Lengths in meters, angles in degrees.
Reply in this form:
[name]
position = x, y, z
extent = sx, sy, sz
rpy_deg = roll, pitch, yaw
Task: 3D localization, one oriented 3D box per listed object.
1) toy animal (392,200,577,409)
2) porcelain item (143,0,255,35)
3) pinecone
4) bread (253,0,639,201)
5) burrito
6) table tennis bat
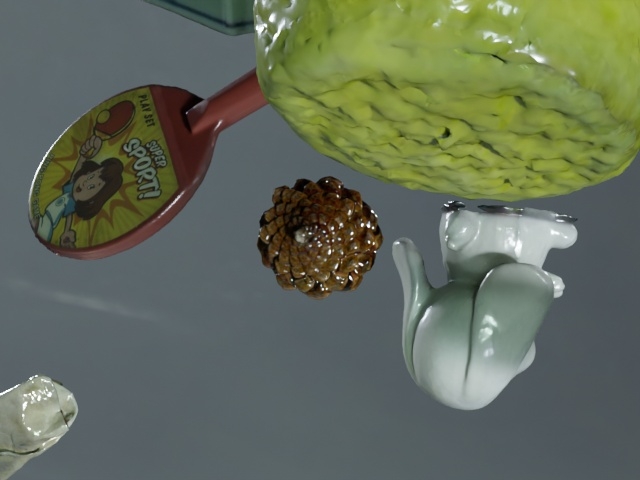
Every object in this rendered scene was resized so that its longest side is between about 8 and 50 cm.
[toy animal]
position = 0.214, 0.073, 1.842
extent = 0.174, 0.289, 0.249
rpy_deg = 10, -25, -42
[porcelain item]
position = -0.044, -0.323, 1.329
extent = 0.281, 0.157, 0.286
rpy_deg = -26, 38, -32
[pinecone]
position = 0.000, 0.000, 1.782
extent = 0.174, 0.173, 0.173
rpy_deg = 14, 13, -3
[bread]
position = 0.114, -0.201, 1.039
extent = 0.348, 0.307, 0.348
rpy_deg = 4, -16, 1
[burrito]
position = -0.310, 0.188, 1.255
extent = 0.087, 0.226, 0.060
rpy_deg = 47, 31, -17
[table tennis bat]
position = -0.234, -0.124, 1.937
extent = 0.051, 0.415, 0.268
rpy_deg = 47, 18, -49
